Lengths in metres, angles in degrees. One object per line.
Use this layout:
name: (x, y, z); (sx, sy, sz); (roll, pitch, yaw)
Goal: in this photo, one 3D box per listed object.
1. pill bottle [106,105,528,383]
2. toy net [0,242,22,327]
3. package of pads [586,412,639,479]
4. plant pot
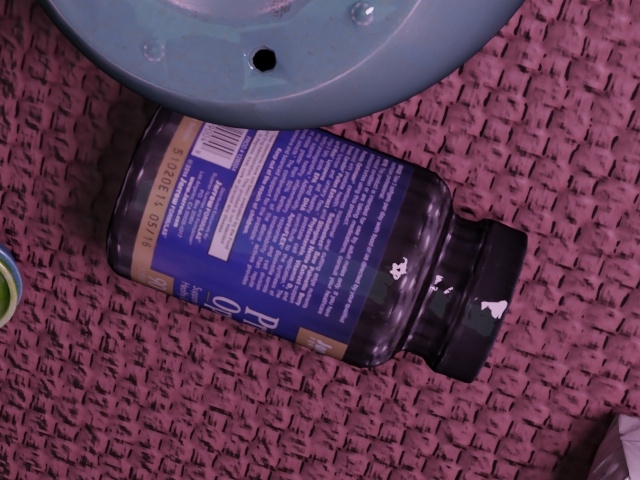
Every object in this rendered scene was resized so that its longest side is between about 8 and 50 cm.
pill bottle: (0.000, 0.000, 0.724); (0.219, 0.123, 0.122); (21, 116, 2)
toy net: (-0.309, 0.036, 0.837); (0.232, 0.045, 0.122); (-27, 116, 19)
package of pads: (0.262, 0.264, 0.799); (0.229, 0.101, 0.296); (10, 114, 6)
plant pot: (-0.019, -0.183, 0.586); (0.293, 0.235, 0.293); (5, 115, 10)
